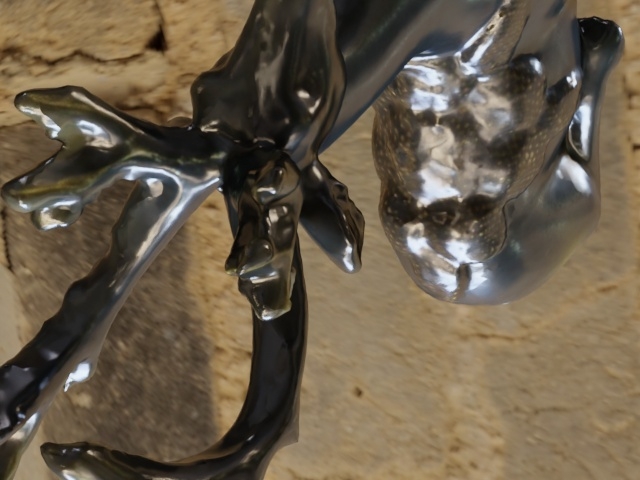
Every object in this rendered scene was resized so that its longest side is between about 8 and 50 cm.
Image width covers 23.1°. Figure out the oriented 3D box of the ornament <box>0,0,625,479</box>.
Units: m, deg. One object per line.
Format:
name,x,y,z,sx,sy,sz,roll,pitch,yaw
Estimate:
ornament,0.000,0.000,0.417,0.236,0.080,0.202,-53,-30,-36
